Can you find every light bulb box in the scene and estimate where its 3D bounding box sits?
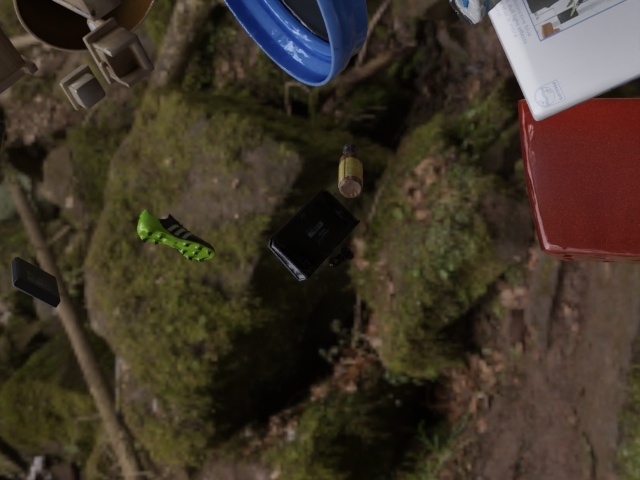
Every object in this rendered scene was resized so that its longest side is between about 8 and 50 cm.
[{"bbox_3d":[0.439,-0.349,1.245,0.358,0.361,0.225,-31,-83,-57],"label":"light bulb box"}]

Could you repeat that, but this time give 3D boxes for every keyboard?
[{"bbox_3d":[0.000,0.000,1.441,0.023,0.108,0.180,-45,1,42],"label":"keyboard"}]

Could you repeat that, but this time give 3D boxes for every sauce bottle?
[{"bbox_3d":[0.052,-0.121,1.631,0.128,0.042,0.042,-84,3,-53],"label":"sauce bottle"}]

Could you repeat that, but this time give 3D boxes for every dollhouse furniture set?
[{"bbox_3d":[-0.444,-0.250,1.223,0.174,0.355,0.303,33,157,42],"label":"dollhouse furniture set"}]

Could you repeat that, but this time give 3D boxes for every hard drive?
[{"bbox_3d":[-0.557,0.080,1.894,0.022,0.094,0.135,-56,25,4],"label":"hard drive"}]

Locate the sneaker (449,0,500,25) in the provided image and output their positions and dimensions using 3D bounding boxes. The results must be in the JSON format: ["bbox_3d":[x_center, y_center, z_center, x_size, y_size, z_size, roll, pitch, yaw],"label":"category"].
[{"bbox_3d":[0.182,-0.338,1.079,0.071,0.083,0.190,47,162,36],"label":"sneaker"}]

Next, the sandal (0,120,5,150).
[{"bbox_3d":[-0.553,-0.075,1.384,0.303,0.086,0.120,-31,42,28],"label":"sandal"}]

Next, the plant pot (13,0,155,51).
[{"bbox_3d":[-0.421,-0.479,1.590,0.254,0.237,0.237,55,148,35],"label":"plant pot"}]

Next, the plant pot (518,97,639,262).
[{"bbox_3d":[0.468,-0.084,1.559,0.267,0.267,0.235,14,-101,-67],"label":"plant pot"}]

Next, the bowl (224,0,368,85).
[{"bbox_3d":[-0.074,-0.398,1.343,0.391,0.077,0.391,50,167,16],"label":"bowl"}]

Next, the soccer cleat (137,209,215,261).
[{"bbox_3d":[-0.290,-0.012,1.975,0.060,0.179,0.072,-37,43,38],"label":"soccer cleat"}]
